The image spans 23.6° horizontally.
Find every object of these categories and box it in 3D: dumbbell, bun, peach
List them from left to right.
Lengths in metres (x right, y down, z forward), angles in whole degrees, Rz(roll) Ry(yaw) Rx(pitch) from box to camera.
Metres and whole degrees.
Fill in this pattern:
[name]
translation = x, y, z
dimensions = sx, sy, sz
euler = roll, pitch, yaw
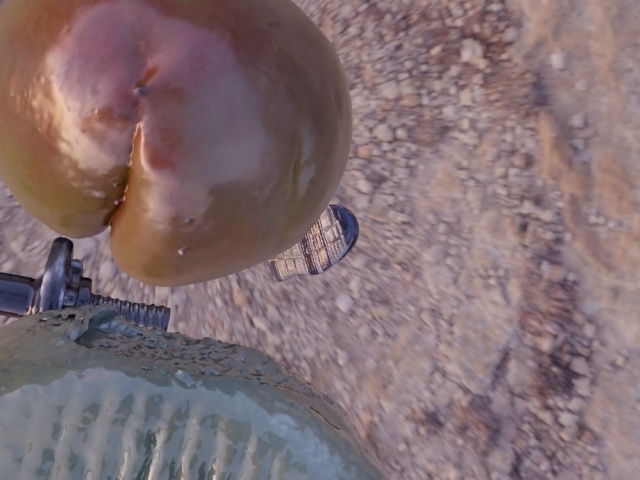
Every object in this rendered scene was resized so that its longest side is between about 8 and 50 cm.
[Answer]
[dumbbell]
translation = -0.216, 0.026, 0.918
dimensions = 0.254, 0.110, 0.110
euler = 9, 93, -7
[bun]
translation = -0.073, 0.133, 0.543
dimensions = 0.221, 0.108, 0.221
euler = 0, 98, -2
[peach]
translation = -0.116, -0.101, 1.154
dimensions = 0.292, 0.292, 0.247
euler = 34, 78, -7

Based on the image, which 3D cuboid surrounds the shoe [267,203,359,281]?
[shoe]
translation = 0.000, 0.000, 1.454
dimensions = 0.071, 0.143, 0.064
euler = -17, 85, -30
